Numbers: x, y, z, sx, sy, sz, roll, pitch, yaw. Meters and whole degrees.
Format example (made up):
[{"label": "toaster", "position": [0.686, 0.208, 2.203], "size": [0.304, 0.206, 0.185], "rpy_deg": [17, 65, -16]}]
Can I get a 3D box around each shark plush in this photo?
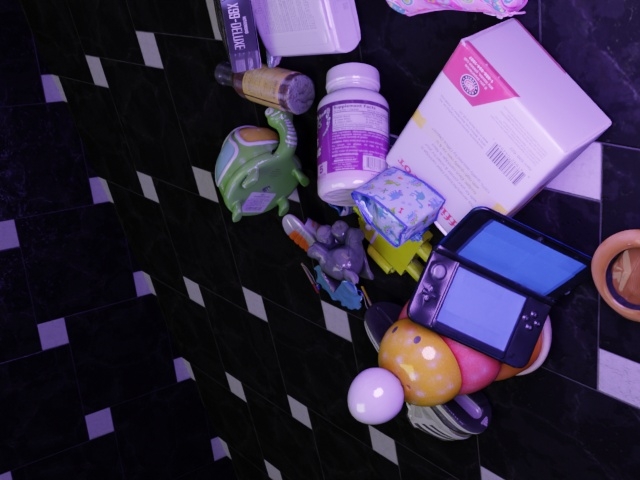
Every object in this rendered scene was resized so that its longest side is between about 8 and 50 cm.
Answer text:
[{"label": "shark plush", "position": [-0.126, -0.533, 1.859], "size": [0.073, 0.067, 0.161], "rpy_deg": [27, 136, 41]}]

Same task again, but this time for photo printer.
[{"label": "photo printer", "position": [-0.057, -0.564, 1.701], "size": [0.308, 0.107, 0.256], "rpy_deg": [13, 126, 50]}]

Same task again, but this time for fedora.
[{"label": "fedora", "position": [0.607, 0.058, 1.344], "size": [0.194, 0.079, 0.194], "rpy_deg": [27, 131, 37]}]

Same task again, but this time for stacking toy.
[{"label": "stacking toy", "position": [0.254, 0.257, 1.615], "size": [0.351, 0.480, 0.350], "rpy_deg": [34, 140, 33]}]

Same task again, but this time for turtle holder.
[{"label": "turtle holder", "position": [-0.184, -0.224, 2.044], "size": [0.320, 0.243, 0.227], "rpy_deg": [97, 149, -57]}]

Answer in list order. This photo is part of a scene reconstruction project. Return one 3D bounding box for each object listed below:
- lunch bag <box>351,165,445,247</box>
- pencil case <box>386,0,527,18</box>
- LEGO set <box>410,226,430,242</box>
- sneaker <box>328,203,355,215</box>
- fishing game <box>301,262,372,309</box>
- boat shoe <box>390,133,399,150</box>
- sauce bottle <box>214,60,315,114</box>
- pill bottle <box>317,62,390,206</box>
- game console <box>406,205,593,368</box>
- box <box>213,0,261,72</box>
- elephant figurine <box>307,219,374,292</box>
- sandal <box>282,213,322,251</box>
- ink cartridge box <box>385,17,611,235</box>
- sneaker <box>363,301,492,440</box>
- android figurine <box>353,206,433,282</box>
[{"label": "lunch bag", "position": [0.157, -0.078, 1.497], "size": [0.151, 0.129, 0.096], "rpy_deg": [45, 147, 19]}, {"label": "pencil case", "position": [0.254, -0.477, 1.338], "size": [0.284, 0.124, 0.124], "rpy_deg": [19, 131, 43]}, {"label": "LEGO set", "position": [0.232, -0.056, 1.689], "size": [0.087, 0.093, 0.227], "rpy_deg": [52, 130, 8]}, {"label": "sneaker", "position": [0.043, -0.129, 1.976], "size": [0.144, 0.059, 0.053], "rpy_deg": [54, 150, 8]}, {"label": "fishing game", "position": [0.056, 0.134, 2.178], "size": [0.264, 0.041, 0.189], "rpy_deg": [16, 145, 45]}, {"label": "boat shoe", "position": [0.178, -0.190, 1.720], "size": [0.255, 0.079, 0.095], "rpy_deg": [26, 135, 41]}, {"label": "sauce bottle", "position": [-0.163, -0.429, 1.957], "size": [0.344, 0.111, 0.111], "rpy_deg": [27, 136, 40]}, {"label": "pill bottle", "position": [0.075, -0.241, 1.642], "size": [0.169, 0.169, 0.301], "rpy_deg": [-22, 64, 58]}, {"label": "game console", "position": [0.363, 0.103, 1.450], "size": [0.293, 0.250, 0.173], "rpy_deg": [25, 174, -8]}, {"label": "box", "position": [-0.223, -0.593, 1.797], "size": [0.307, 0.077, 0.242], "rpy_deg": [-112, 12, -53]}, {"label": "elephant figurine", "position": [0.071, 0.061, 1.971], "size": [0.170, 0.186, 0.239], "rpy_deg": [15, 157, 20]}, {"label": "sandal", "position": [-0.005, 0.002, 2.149], "size": [0.265, 0.076, 0.102], "rpy_deg": [45, 153, -19]}, {"label": "ink cartridge box", "position": [0.329, -0.194, 1.431], "size": [0.279, 0.160, 0.384], "rpy_deg": [51, 148, 12]}, {"label": "sneaker", "position": [0.250, 0.394, 2.029], "size": [0.447, 0.169, 0.257], "rpy_deg": [49, 145, 11]}, {"label": "android figurine", "position": [0.191, -0.018, 1.875], "size": [0.273, 0.056, 0.248], "rpy_deg": [47, 147, 14]}]
